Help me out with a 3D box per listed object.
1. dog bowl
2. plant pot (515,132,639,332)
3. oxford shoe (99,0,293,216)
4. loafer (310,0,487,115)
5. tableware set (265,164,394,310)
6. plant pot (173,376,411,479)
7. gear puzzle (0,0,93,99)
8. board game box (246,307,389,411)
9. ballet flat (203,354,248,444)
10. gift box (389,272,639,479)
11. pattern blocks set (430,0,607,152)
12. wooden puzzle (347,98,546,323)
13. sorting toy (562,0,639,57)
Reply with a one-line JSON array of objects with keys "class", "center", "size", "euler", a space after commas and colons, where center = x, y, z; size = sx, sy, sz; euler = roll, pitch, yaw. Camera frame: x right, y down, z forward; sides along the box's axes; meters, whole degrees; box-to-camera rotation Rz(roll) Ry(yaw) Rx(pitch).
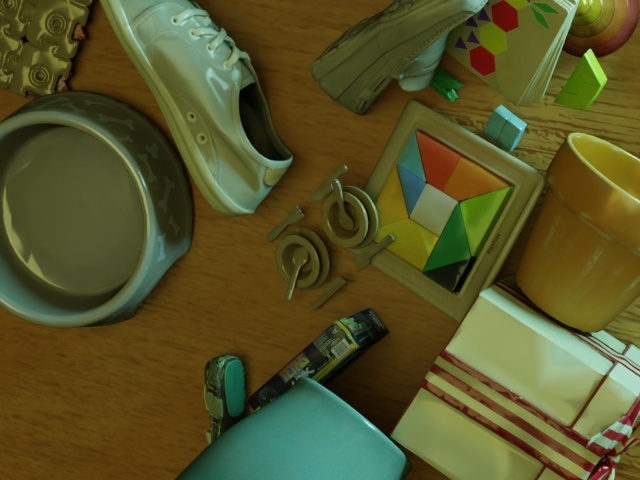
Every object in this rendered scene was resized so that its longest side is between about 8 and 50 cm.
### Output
[{"class": "dog bowl", "center": [-0.359, -0.034, 2.006], "size": [0.349, 0.102, 0.348], "euler": [3, 101, 16]}, {"class": "plant pot", "center": [0.339, 0.001, 1.736], "size": [0.205, 0.205, 0.188], "euler": [36, 112, 13]}, {"class": "oxford shoe", "center": [-0.171, -0.249, 1.906], "size": [0.130, 0.169, 0.449], "euler": [-27, 93, 22]}, {"class": "loafer", "center": [0.113, -0.247, 1.787], "size": [0.111, 0.112, 0.319], "euler": [48, 147, -12]}, {"class": "tableware set", "center": [0.000, 0.000, 1.898], "size": [0.194, 0.039, 0.128], "euler": [-42, 76, 38]}, {"class": "plant pot", "center": [-0.032, 0.318, 1.748], "size": [0.272, 0.271, 0.255], "euler": [38, 80, 12]}, {"class": "gear puzzle", "center": [-0.393, -0.371, 2.034], "size": [0.175, 0.044, 0.339], "euler": [23, 103, 9]}, {"class": "board game box", "center": [-0.002, 0.166, 1.897], "size": [0.170, 0.141, 0.048], "euler": [-42, 81, 18]}, {"class": "ballet flat", "center": [-0.134, 0.253, 2.003], "size": [0.070, 0.070, 0.188], "euler": [1, 94, 19]}, {"class": "gift box", "center": [0.259, 0.218, 1.748], "size": [0.258, 0.276, 0.255], "euler": [33, 110, 12]}, {"class": "pattern blocks set", "center": [0.232, -0.268, 1.749], "size": [0.285, 0.026, 0.325], "euler": [46, 141, 8]}, {"class": "wooden puzzle", "center": [0.149, -0.039, 1.843], "size": [0.239, 0.044, 0.221], "euler": [35, 106, 30]}, {"class": "sorting toy", "center": [0.438, -0.256, 1.712], "size": [0.366, 0.126, 0.127], "euler": [15, 100, 18]}]
